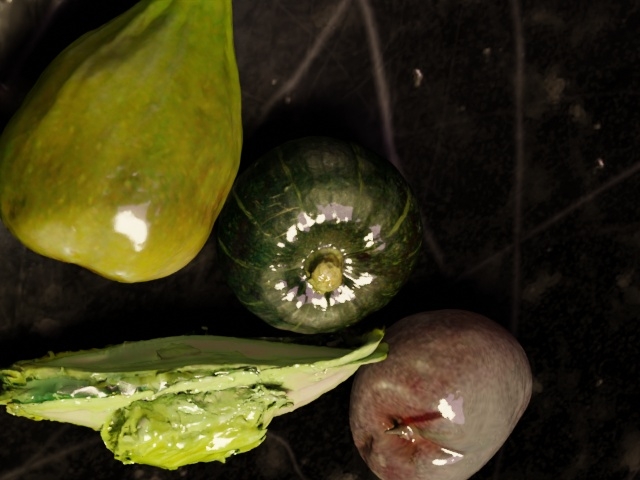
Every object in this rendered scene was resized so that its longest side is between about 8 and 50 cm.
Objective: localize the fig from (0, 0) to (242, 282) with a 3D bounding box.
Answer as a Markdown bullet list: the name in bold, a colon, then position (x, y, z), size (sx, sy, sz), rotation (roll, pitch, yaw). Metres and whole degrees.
- **fig**: position (-0.138, -0.078, 1.237), size (0.167, 0.167, 0.233), rotation (44, 55, -39)

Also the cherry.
- **cherry**: position (0.107, 0.133, 1.488), size (0.176, 0.140, 0.176), rotation (-42, 151, -30)

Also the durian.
- **durian**: position (-0.116, 0.127, 1.374), size (0.375, 0.132, 0.107), rotation (-7, 110, -17)

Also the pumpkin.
- **pumpkin**: position (0.000, -0.002, 1.358), size (0.167, 0.125, 0.167), rotation (-20, 136, -21)
